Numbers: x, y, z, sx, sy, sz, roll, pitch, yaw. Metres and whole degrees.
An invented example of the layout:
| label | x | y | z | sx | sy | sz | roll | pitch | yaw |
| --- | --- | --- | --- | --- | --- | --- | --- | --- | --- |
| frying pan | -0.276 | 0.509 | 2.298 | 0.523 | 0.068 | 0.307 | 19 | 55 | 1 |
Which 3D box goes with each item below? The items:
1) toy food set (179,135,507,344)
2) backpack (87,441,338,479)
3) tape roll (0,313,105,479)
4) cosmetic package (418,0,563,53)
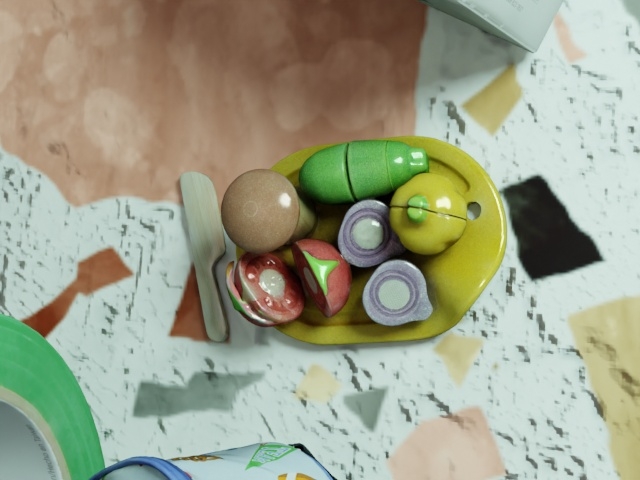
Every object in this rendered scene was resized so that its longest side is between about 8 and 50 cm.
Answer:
| label | x | y | z | sx | sy | sz | roll | pitch | yaw |
| --- | --- | --- | --- | --- | --- | --- | --- | --- | --- |
| toy food set | 0.000 | 0.000 | 0.901 | 0.218 | 0.071 | 0.128 | -6 | 83 | 22 |
| backpack | -0.068 | 0.250 | 0.822 | 0.276 | 0.213 | 0.263 | -39 | 54 | 40 |
| tape roll | -0.233 | 0.197 | 0.843 | 0.077 | 0.321 | 0.321 | 1 | 86 | 23 |
| cosmetic package | 0.107 | -0.318 | 0.841 | 0.197 | 0.155 | 0.365 | 28 | 97 | 24 |
